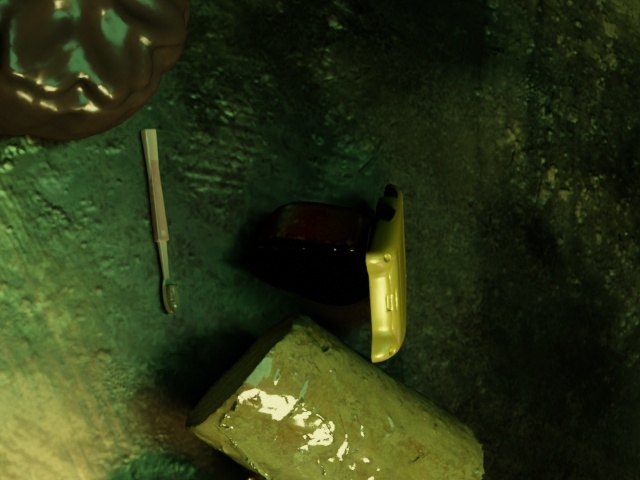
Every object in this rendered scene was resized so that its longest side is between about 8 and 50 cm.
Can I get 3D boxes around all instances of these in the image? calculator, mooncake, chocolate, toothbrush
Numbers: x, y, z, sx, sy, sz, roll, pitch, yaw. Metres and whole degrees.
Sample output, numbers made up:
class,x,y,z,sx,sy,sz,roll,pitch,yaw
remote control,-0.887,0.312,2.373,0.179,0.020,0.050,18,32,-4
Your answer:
class,x,y,z,sx,sy,sz,roll,pitch,yaw
calculator,0.077,0.028,1.379,0.033,0.236,0.157,-2,111,8
mooncake,-0.256,-0.240,1.229,0.283,0.141,0.283,7,79,-35
chocolate,0.000,0.000,1.381,0.148,0.125,0.080,22,55,-24
toothbrush,-0.166,-0.021,1.327,0.014,0.017,0.194,-5,83,-39

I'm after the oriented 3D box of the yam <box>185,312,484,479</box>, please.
class,x,y,z,sx,sy,sz,roll,pitch,yaw
yam,0.014,0.194,1.323,0.304,0.168,0.168,35,65,-25

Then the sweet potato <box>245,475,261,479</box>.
class,x,y,z,sx,sy,sz,roll,pitch,yaw
sweet potato,0.002,0.344,1.281,0.057,0.057,0.265,-36,94,-32
